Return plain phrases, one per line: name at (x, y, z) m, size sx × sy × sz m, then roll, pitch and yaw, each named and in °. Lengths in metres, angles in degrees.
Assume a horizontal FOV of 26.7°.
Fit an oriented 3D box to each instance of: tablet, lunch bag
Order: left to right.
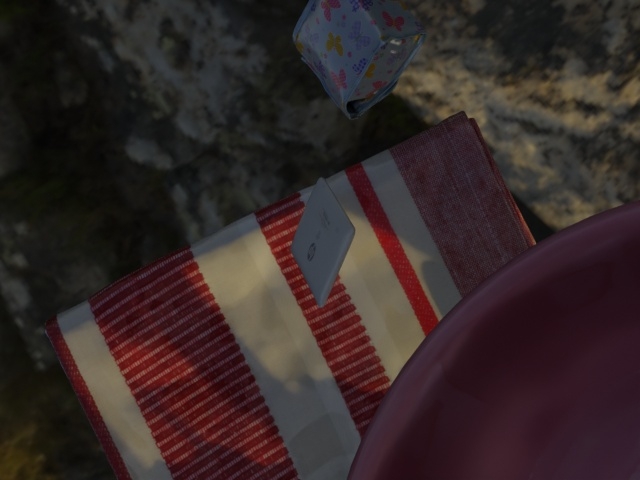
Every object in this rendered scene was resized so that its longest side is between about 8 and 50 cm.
tablet at (0.000, 0.000, 0.816) m, size 0.006 × 0.083 × 0.054 m, roll 16°, pitch 110°, yaw -20°
lunch bag at (0.022, -0.132, 0.891) m, size 0.071 × 0.053 × 0.083 m, roll 56°, pitch 138°, yaw 21°

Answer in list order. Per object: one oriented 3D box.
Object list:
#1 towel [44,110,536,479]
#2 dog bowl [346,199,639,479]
towel at (0.005, 0.087, 0.915) m, size 0.329 × 0.037 × 0.237 m, roll -26°, pitch 87°, yaw 2°
dog bowl at (0.181, 0.153, 0.635) m, size 0.408 × 0.408 × 0.150 m, roll -7°, pitch 144°, yaw 37°
